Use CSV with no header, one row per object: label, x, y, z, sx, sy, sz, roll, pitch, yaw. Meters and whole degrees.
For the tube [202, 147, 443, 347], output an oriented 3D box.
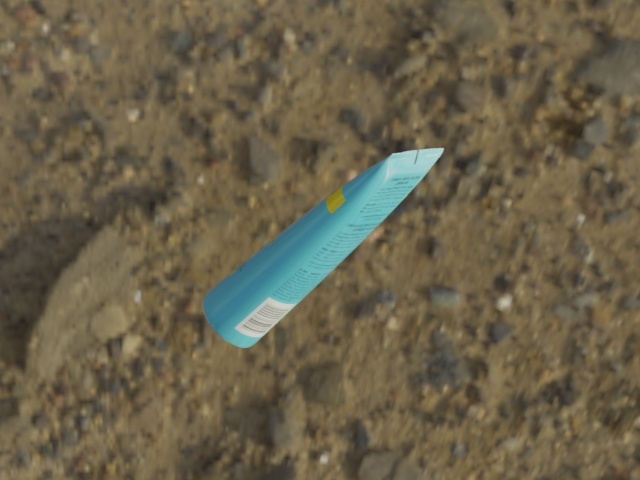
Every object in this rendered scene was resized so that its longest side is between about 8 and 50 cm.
tube,0.000,0.000,1.170,0.052,0.207,0.080,54,27,9
